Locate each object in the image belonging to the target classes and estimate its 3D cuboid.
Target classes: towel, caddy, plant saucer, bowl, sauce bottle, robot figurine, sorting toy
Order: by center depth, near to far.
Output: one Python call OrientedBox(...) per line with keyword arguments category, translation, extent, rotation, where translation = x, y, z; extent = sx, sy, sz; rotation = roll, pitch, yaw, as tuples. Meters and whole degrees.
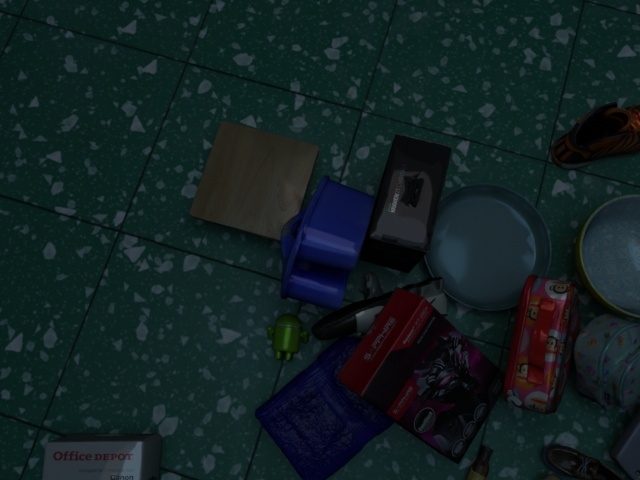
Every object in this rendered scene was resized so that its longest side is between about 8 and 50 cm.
OrientedBox(category="caddy", translation=(0.000, 0.000, 1.251), extent=(0.179, 0.341, 0.241), rotation=(19, 121, 2))
OrientedBox(category="sauce bottle", translation=(0.358, 0.531, 1.263), extent=(0.042, 0.042, 0.128), rotation=(26, 77, 6))
OrientedBox(category="towel", translation=(0.027, 0.384, 1.267), extent=(0.308, 0.076, 0.227), rotation=(-40, 79, -2))
OrientedBox(category="bowl", translation=(0.723, 0.051, 1.310), extent=(0.290, 0.156, 0.289), rotation=(0, 76, 0))
OrientedBox(category="robot figurine", translation=(-0.079, 0.228, 1.324), extent=(0.101, 0.067, 0.115), rotation=(4, 77, 10))
OrientedBox(category="plant saucer", translation=(0.405, 0.016, 1.373), extent=(0.318, 0.043, 0.317), rotation=(1, 78, -3))
OrientedBox(category="sorting toy", translation=(-0.160, -0.138, 1.399), extent=(0.256, 0.089, 0.256), rotation=(16, 78, 4))

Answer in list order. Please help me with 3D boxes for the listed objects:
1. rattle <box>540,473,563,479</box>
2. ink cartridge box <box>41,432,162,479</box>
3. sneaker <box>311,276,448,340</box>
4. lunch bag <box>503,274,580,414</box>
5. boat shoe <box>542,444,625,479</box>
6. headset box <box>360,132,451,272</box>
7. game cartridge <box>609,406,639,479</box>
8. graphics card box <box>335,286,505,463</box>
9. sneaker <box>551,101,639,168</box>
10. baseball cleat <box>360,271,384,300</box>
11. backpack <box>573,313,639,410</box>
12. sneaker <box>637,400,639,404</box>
OrientedBox(category="rattle", translation=(0.522, 0.629, 1.244), extent=(0.130, 0.143, 0.199), rotation=(26, 94, 39))
OrientedBox(category="ink cartridge box", translation=(-0.482, 0.588, 1.214), extent=(0.226, 0.131, 0.305), rotation=(-1, 78, 1))
OrientedBox(category="sneaker", translation=(0.147, 0.192, 1.236), extent=(0.331, 0.122, 0.146), rotation=(-14, 90, -17))
OrientedBox(category="lunch bag", translation=(0.482, 0.226, 1.208), extent=(0.120, 0.258, 0.292), rotation=(10, 83, 29))
OrientedBox(category="boat shoe", translation=(0.596, 0.508, 1.249), extent=(0.183, 0.066, 0.066), rotation=(20, 71, 3))
OrientedBox(category="headset box", translation=(0.191, -0.078, 1.282), extent=(0.131, 0.283, 0.246), rotation=(15, 77, 4))
OrientedBox(category="game cartridge", translation=(0.812, 0.504, 1.239), extent=(0.294, 0.060, 0.196), rotation=(34, 87, 5))
OrientedBox(category="graphics card box", translation=(0.231, 0.295, 1.189), extent=(0.371, 0.094, 0.232), rotation=(43, 77, -32))
OrientedBox(category="sneaker", translation=(0.749, -0.278, 1.373), extent=(0.321, 0.180, 0.124), rotation=(-24, 78, -5))
OrientedBox(category="baseball cleat", translation=(0.158, 0.175, 1.340), extent=(0.110, 0.072, 0.205), rotation=(-4, 87, -7))
OrientedBox(category="backpack", translation=(0.651, 0.264, 1.230), extent=(0.166, 0.144, 0.188), rotation=(-29, 109, -17))
OrientedBox(category="sneaker", translation=(0.761, 0.312, 1.303), extent=(0.061, 0.053, 0.152), rotation=(7, 78, 5))
